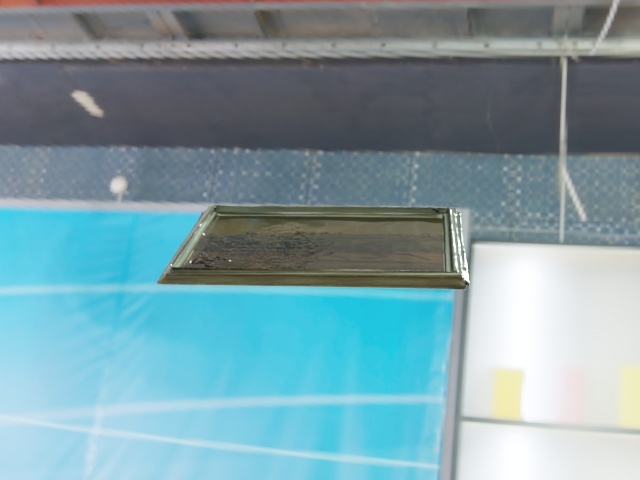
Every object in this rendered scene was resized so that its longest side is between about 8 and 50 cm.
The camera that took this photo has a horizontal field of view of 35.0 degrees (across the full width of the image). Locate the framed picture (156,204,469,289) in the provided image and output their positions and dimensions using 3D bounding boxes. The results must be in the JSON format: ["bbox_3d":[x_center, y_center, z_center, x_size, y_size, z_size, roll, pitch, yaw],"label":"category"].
[{"bbox_3d":[0.000,0.000,0.894,0.253,0.014,0.197,0,19,5],"label":"framed picture"}]
